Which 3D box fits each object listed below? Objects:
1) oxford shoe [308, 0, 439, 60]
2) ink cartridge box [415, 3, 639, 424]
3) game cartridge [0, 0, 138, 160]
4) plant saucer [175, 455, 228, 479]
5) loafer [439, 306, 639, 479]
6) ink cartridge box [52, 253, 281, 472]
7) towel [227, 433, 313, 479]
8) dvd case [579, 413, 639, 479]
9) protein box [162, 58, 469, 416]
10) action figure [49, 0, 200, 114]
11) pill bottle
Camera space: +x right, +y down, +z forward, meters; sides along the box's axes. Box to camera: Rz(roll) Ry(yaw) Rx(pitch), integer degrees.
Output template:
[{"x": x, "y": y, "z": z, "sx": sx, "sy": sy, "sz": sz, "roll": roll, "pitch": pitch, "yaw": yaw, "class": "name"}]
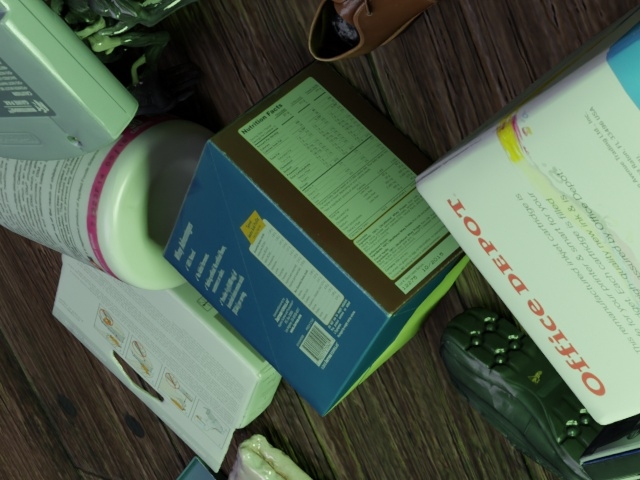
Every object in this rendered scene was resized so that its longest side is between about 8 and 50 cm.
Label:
[{"x": 0.051, "y": -0.187, "z": 1.157, "sx": 0.076, "sy": 0.076, "sz": 0.212, "roll": 49, "pitch": 147, "yaw": 7, "class": "oxford shoe"}, {"x": 0.233, "y": -0.048, "z": 0.946, "sx": 0.198, "sy": 0.197, "sz": 0.270, "roll": 52, "pitch": 149, "yaw": -3, "class": "ink cartridge box"}, {"x": -0.291, "y": -0.147, "z": 1.397, "sx": 0.294, "sy": 0.060, "sz": 0.196, "roll": 4, "pitch": 141, "yaw": 47, "class": "game cartridge"}, {"x": -0.150, "y": 0.312, "z": 1.985, "sx": 0.067, "sy": 0.018, "sz": 0.192, "roll": 47, "pitch": 149, "yaw": 6, "class": "plant saucer"}, {"x": 0.186, "y": 0.144, "z": 1.330, "sx": 0.223, "sy": 0.076, "sz": 0.078, "roll": 41, "pitch": 153, "yaw": 25, "class": "loafer"}, {"x": -0.165, "y": 0.094, "z": 1.738, "sx": 0.275, "sy": 0.060, "sz": 0.239, "roll": 42, "pitch": 149, "yaw": 13, "class": "ink cartridge box"}, {"x": 0.008, "y": 0.394, "z": 1.834, "sx": 0.317, "sy": 0.053, "sz": 0.332, "roll": 40, "pitch": 148, "yaw": 16, "class": "towel"}, {"x": 0.285, "y": 0.072, "z": 1.022, "sx": 0.029, "sy": 0.179, "sz": 0.239, "roll": 51, "pitch": 149, "yaw": -7, "class": "dvd case"}, {"x": 0.000, "y": 0.000, "z": 1.354, "sx": 0.201, "sy": 0.136, "sz": 0.200, "roll": 45, "pitch": 148, "yaw": 10, "class": "protein box"}, {"x": -0.167, "y": -0.218, "z": 1.347, "sx": 0.164, "sy": 0.141, "sz": 0.275, "roll": 43, "pitch": 163, "yaw": 17, "class": "action figure"}, {"x": -0.229, "y": -0.067, "z": 1.556, "sx": 0.283, "sy": 0.160, "sz": 0.160, "roll": 21, "pitch": 138, "yaw": 39, "class": "pill bottle"}]
